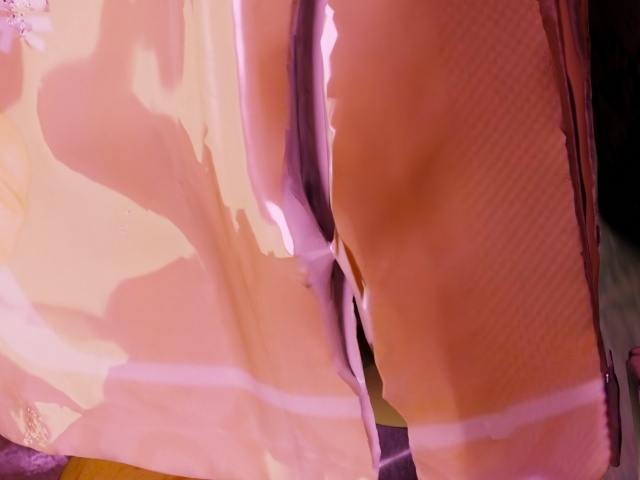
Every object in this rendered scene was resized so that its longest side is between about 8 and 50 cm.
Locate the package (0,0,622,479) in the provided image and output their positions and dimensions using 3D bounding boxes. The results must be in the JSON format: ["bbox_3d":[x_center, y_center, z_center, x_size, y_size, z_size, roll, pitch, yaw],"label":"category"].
[{"bbox_3d":[-0.013,-0.085,0.432,0.165,0.221,0.311,-124,23,-64],"label":"package"}]

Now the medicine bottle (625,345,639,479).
[{"bbox_3d":[0.119,0.148,0.415,0.171,0.052,0.201,-107,7,-60],"label":"medicine bottle"}]

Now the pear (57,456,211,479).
[{"bbox_3d":[-0.073,0.234,1.302,0.281,0.281,0.280,167,90,-83],"label":"pear"}]

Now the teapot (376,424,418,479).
[{"bbox_3d":[0.033,0.065,0.844,0.092,0.091,0.124,-131,24,-74],"label":"teapot"}]
